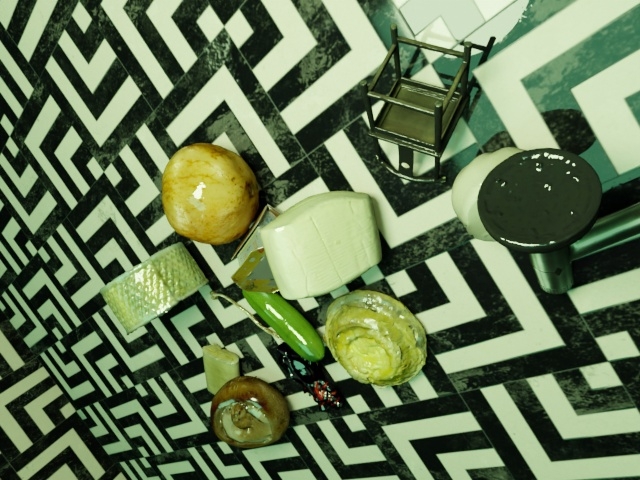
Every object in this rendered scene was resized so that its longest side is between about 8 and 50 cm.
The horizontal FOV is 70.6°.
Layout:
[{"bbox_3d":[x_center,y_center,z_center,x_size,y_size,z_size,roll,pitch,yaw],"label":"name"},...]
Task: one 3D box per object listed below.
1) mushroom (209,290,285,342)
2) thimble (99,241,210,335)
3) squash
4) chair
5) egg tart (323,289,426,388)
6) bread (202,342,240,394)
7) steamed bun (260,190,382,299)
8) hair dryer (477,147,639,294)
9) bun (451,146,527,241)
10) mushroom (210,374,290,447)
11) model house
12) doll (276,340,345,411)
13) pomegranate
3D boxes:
[{"bbox_3d":[-0.212,0.221,1.329,0.286,0.026,0.028,28,141,15],"label":"mushroom"},{"bbox_3d":[-0.470,0.134,1.286,0.270,0.271,0.150,-29,96,38],"label":"thimble"},{"bbox_3d":[-0.097,0.211,1.209,0.292,0.082,0.082,41,128,17],"label":"squash"},{"bbox_3d":[0.173,-0.224,0.807,0.154,0.142,0.260,24,168,20],"label":"chair"},{"bbox_3d":[0.121,0.252,1.095,0.278,0.095,0.279,13,118,25],"label":"egg tart"},{"bbox_3d":[-0.317,0.432,1.470,0.139,0.060,0.178,17,121,23],"label":"bread"},{"bbox_3d":[0.000,0.000,0.973,0.154,0.250,0.200,22,133,67],"label":"steamed bun"},{"bbox_3d":[0.422,-0.055,0.702,0.284,0.320,0.156,-45,48,14],"label":"hair dryer"},{"bbox_3d":[0.312,-0.092,0.784,0.172,0.120,0.173,-3,139,-3],"label":"bun"},{"bbox_3d":[-0.213,0.527,1.385,0.252,0.153,0.253,4,120,7],"label":"mushroom"},{"bbox_3d":[-0.135,0.023,1.129,0.219,0.207,0.136,-48,52,41],"label":"model house"},{"bbox_3d":[-0.036,0.375,1.265,0.127,0.088,0.249,-38,101,18],"label":"doll"},{"bbox_3d":[-0.261,-0.108,1.069,0.248,0.248,0.248,14,120,25],"label":"pomegranate"}]
